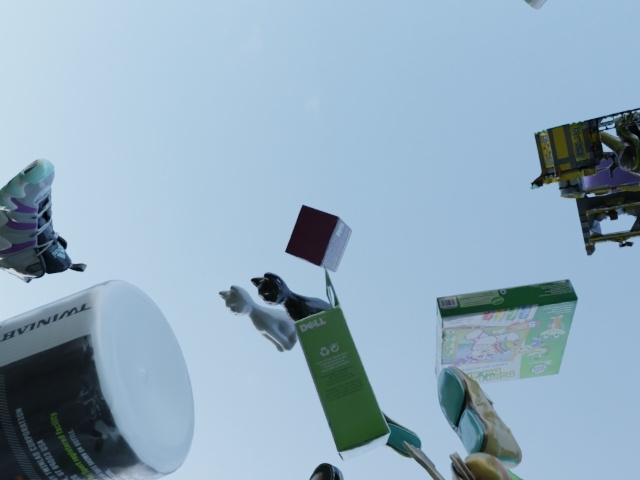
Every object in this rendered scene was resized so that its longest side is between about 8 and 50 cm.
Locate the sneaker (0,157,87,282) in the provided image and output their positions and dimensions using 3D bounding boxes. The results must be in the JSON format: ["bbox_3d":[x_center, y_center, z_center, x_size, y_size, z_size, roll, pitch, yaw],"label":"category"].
[{"bbox_3d":[-0.175,-0.005,0.392,0.098,0.069,0.038,-34,-158,36],"label":"sneaker"}]

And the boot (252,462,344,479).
[{"bbox_3d":[-0.051,0.465,1.089,0.085,0.179,0.236,-20,-151,37],"label":"boot"}]

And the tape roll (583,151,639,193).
[{"bbox_3d":[0.593,-0.127,1.163,0.188,0.189,0.080,6,-81,38],"label":"tape roll"}]

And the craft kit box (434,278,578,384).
[{"bbox_3d":[0.348,0.188,1.193,0.249,0.247,0.061,-9,-133,3],"label":"craft kit box"}]

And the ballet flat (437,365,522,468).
[{"bbox_3d":[0.233,0.265,0.918,0.232,0.073,0.080,-98,-156,-73],"label":"ballet flat"}]

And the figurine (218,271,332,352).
[{"bbox_3d":[-0.101,0.150,1.355,0.214,0.209,0.092,-22,-142,45],"label":"figurine"}]

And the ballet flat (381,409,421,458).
[{"bbox_3d":[0.133,0.451,1.501,0.248,0.086,0.086,38,-76,-5],"label":"ballet flat"}]

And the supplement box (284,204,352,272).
[{"bbox_3d":[0.000,0.000,1.265,0.080,0.188,0.104,20,-93,13],"label":"supplement box"}]

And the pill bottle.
[{"bbox_3d":[-0.219,0.125,0.403,0.245,0.130,0.131,-20,-117,5],"label":"pill bottle"}]

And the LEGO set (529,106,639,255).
[{"bbox_3d":[0.435,-0.071,0.758,0.331,0.255,0.192,-11,-88,19],"label":"LEGO set"}]

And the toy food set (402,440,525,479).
[{"bbox_3d":[0.183,0.252,0.610,0.039,0.192,0.132,-55,-152,1],"label":"toy food set"}]

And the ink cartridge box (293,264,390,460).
[{"bbox_3d":[0.015,0.148,0.738,0.062,0.109,0.209,-19,-114,-5],"label":"ink cartridge box"}]

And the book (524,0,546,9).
[{"bbox_3d":[0.142,-0.260,0.462,0.144,0.035,0.096,48,-59,13],"label":"book"}]
